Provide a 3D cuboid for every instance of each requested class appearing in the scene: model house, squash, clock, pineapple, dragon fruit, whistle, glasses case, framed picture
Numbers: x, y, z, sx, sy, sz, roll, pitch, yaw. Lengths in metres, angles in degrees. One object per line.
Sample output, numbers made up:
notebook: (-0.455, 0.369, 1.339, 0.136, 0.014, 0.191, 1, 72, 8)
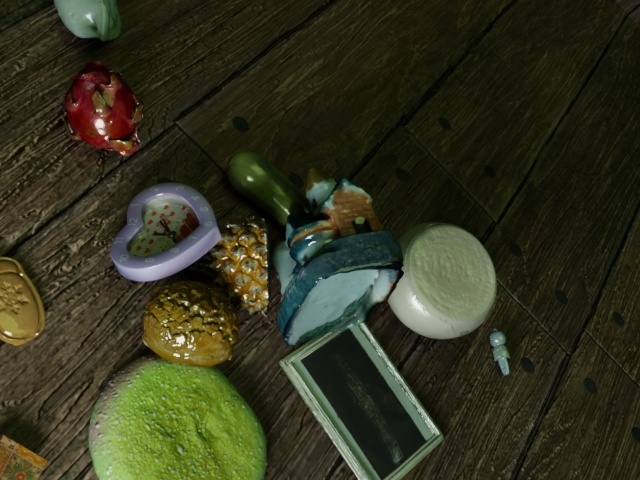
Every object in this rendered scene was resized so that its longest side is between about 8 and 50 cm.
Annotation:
model house: (0.000, 0.000, 1.725, 0.185, 0.253, 0.291, -7, 60, -18)
squash: (-0.074, -0.071, 1.840, 0.250, 0.083, 0.083, 44, 44, -11)
clock: (-0.243, -0.008, 1.626, 0.172, 0.064, 0.198, 1, 48, 14)
pineapple: (-0.153, 0.043, 1.668, 0.137, 0.161, 0.176, -2, 41, -1)
dragon fruit: (-0.367, -0.214, 1.671, 0.133, 0.136, 0.165, -34, 114, -17)
whistle: (0.367, 0.226, 2.019, 0.035, 0.035, 0.100, 9, 58, -34)
glasses case: (-0.436, 0.363, 1.276, 0.075, 0.049, 0.218, 38, 45, -21)
framed picture: (0.081, 0.285, 1.763, 0.231, 0.018, 0.293, -30, 83, -46)

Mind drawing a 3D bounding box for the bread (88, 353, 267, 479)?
bread: (-0.212, 0.306, 1.499, 0.302, 0.045, 0.301, 19, 52, -25)

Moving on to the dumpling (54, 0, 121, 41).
dumpling: (-0.409, -0.443, 1.798, 0.149, 0.105, 0.216, -10, 69, -42)

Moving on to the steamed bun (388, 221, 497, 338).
steamed bun: (0.219, 0.084, 1.917, 0.232, 0.145, 0.231, 9, 66, -22)

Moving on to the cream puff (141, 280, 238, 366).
cream puff: (-0.200, 0.125, 1.556, 0.150, 0.115, 0.165, 35, 19, 19)

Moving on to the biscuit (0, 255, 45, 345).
biscuit: (-0.468, 0.090, 1.453, 0.118, 0.023, 0.140, -27, 81, -46)
